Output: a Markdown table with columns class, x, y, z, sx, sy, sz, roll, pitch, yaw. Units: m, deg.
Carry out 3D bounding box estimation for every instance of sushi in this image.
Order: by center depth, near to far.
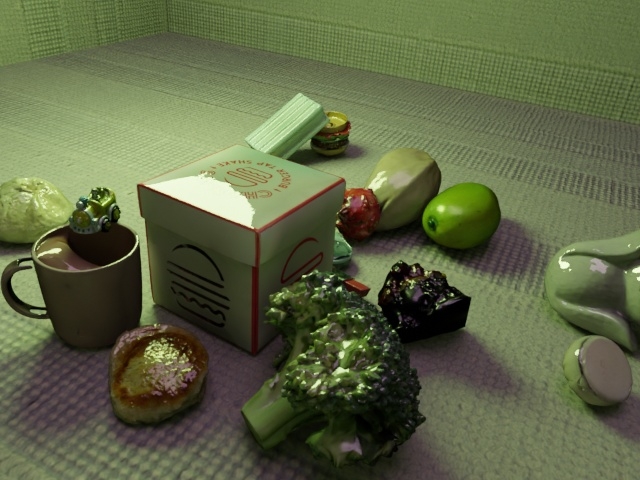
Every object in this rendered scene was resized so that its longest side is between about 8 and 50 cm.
| class | x | y | z | sx | sy | sz | roll | pitch | yaw |
| --- | --- | --- | --- | --- | --- | --- | --- | --- | --- |
| sushi | 0.207 | 0.125 | 1.189 | 0.172 | 0.153 | 0.151 | -21 | 57 | -6 |

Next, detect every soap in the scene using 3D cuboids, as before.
| class | x | y | z | sx | sy | sz | roll | pitch | yaw |
| --- | --- | --- | --- | --- | --- | --- | --- | --- | --- |
| soap | -0.116 | -0.382 | 1.912 | 0.265 | 0.088 | 0.160 | -42 | 45 | -5 |

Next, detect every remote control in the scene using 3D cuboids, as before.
| class | x | y | z | sx | sy | sz | roll | pitch | yaw |
| --- | --- | --- | --- | --- | --- | --- | --- | --- | --- |
| remote control | 0.000 | 0.000 | 1.458 | 0.104 | 0.052 | 0.247 | -11 | 35 | -22 |

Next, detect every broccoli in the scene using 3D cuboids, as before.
| class | x | y | z | sx | sy | sz | roll | pitch | yaw |
| --- | --- | --- | --- | --- | --- | --- | --- | --- | --- |
| broccoli | 0.019 | 0.212 | 0.920 | 0.338 | 0.277 | 0.318 | 13 | 51 | 28 |

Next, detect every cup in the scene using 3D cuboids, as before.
| class | x | y | z | sx | sy | sz | roll | pitch | yaw |
| --- | --- | --- | --- | --- | --- | --- | --- | --- | --- |
| cup | -0.482 | 0.095 | 1.084 | 0.252 | 0.201 | 0.191 | -8 | 33 | -22 |

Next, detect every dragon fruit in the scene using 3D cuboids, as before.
| class | x | y | z | sx | sy | sz | roll | pitch | yaw |
| --- | --- | --- | --- | --- | --- | --- | --- | --- | --- |
| dragon fruit | 0.078 | -0.079 | 1.476 | 0.153 | 0.153 | 0.110 | 27 | 13 | 31 |

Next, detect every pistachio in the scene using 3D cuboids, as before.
| class | x | y | z | sx | sy | sz | roll | pitch | yaw |
| --- | --- | --- | --- | --- | --- | --- | --- | --- | --- |
| pistachio | 0.224 | -0.143 | 1.600 | 0.332 | 0.208 | 0.226 | -46 | 12 | -36 |

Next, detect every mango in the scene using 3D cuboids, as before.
| class | x | y | z | sx | sy | sz | roll | pitch | yaw |
| --- | --- | --- | --- | --- | --- | --- | --- | --- | --- |
| mango | 0.418 | -0.080 | 1.553 | 0.192 | 0.156 | 0.343 | 25 | 34 | 26 |

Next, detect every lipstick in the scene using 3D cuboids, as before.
| class | x | y | z | sx | sy | sz | roll | pitch | yaw |
| --- | --- | --- | --- | --- | --- | --- | --- | --- | --- |
| lipstick | -0.015 | 0.068 | 1.349 | 0.312 | 0.051 | 0.051 | 28 | 37 | 30 |

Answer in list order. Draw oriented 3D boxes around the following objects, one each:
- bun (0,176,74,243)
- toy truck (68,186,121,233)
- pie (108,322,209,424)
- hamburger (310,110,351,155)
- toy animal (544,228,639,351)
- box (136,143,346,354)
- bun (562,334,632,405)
| class | x | y | z | sx | sy | sz | roll | pitch | yaw |
| --- | --- | --- | --- | --- | --- | --- | --- | --- | --- |
| bun | -0.752 | -0.085 | 1.406 | 0.220 | 0.134 | 0.220 | 7 | 30 | -4 |
| toy truck | -0.448 | -0.062 | 1.080 | 0.076 | 0.077 | 0.111 | 8 | 31 | 5 |
| pie | -0.295 | 0.233 | 0.998 | 0.178 | 0.084 | 0.205 | -6 | 36 | -18 |
| hamburger | 0.031 | -0.386 | 2.017 | 0.175 | 0.137 | 0.175 | 0 | 38 | 0 |
| toy animal | 0.648 | 0.095 | 1.245 | 0.264 | 0.272 | 0.206 | 12 | 4 | 35 |
| box | -0.165 | 0.001 | 1.191 | 0.314 | 0.300 | 0.312 | 21 | 34 | 26 |
| bun | 0.529 | 0.258 | 1.077 | 0.138 | 0.094 | 0.138 | 8 | 65 | -18 |
